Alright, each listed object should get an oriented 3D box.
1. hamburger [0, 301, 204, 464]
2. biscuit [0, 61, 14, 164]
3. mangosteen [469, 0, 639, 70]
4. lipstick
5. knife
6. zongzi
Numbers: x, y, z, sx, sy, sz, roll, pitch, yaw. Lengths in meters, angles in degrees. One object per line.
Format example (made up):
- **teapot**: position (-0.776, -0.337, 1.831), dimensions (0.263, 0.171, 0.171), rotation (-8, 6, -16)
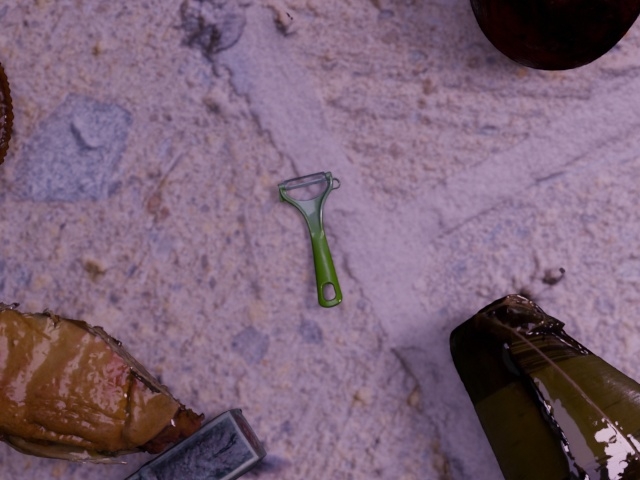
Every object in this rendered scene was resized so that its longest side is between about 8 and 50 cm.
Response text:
- **hamburger**: position (-0.305, 0.166, 1.348), dimensions (0.245, 0.155, 0.282), rotation (-36, 78, 1)
- **biscuit**: position (-0.531, -0.149, 1.474), dimensions (0.305, 0.038, 0.305), rotation (-1, 82, 8)
- **mangosteen**: position (0.301, -0.310, 1.329), dimensions (0.261, 0.235, 0.235), rotation (3, 82, -27)
- **lipstick**: position (-0.202, 0.306, 1.360), dimensions (0.289, 0.076, 0.077), rotation (-35, 82, 3)
- **knife**: position (0.001, 0.000, 1.403), dimensions (0.078, 0.022, 0.166), rotation (-15, 80, 11)
- **zongzi**: position (0.332, 0.171, 1.305), dimensions (0.317, 0.154, 0.289), rotation (-18, 77, -16)
